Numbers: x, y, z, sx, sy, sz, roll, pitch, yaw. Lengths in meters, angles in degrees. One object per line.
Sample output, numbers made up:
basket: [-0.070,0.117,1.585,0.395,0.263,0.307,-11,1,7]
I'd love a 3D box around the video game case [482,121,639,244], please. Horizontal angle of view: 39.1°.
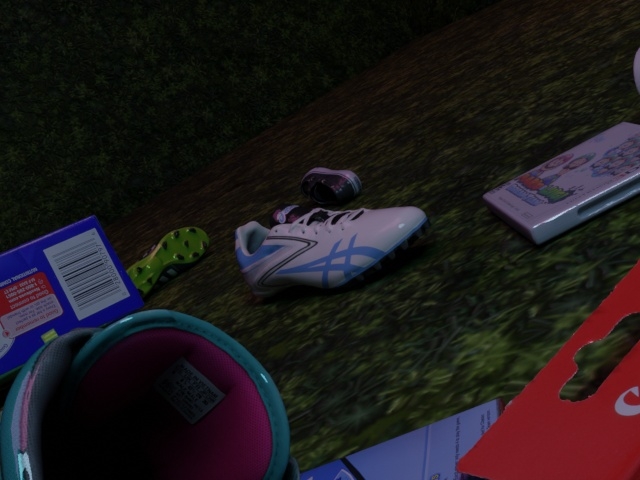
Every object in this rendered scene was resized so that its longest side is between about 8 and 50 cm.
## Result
video game case: [0.214,-0.051,0.732,0.143,0.019,0.157,-28,12,3]

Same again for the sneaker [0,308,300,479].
sneaker: [-0.090,0.101,0.413,0.178,0.124,0.295,-53,12,15]

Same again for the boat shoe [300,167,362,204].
boat shoe: [0.004,-0.071,1.226,0.040,0.049,0.142,-35,15,-23]

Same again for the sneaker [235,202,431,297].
sneaker: [0.000,0.000,0.855,0.237,0.086,0.085,-15,17,45]

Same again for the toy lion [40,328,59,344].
toy lion: [-0.220,0.124,0.815,0.034,0.096,0.100,-33,13,-17]

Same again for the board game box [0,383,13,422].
board game box: [-0.359,0.212,0.890,0.147,0.045,0.193,-26,12,14]

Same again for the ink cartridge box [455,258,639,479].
ink cartridge box: [0.176,0.032,0.332,0.181,0.056,0.225,-37,24,-33]

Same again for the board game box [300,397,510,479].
board game box: [0.007,0.158,0.323,0.145,0.027,0.281,-24,13,17]

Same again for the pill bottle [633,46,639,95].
pill bottle: [0.334,-0.153,0.763,0.067,0.067,0.120,-38,15,-36]

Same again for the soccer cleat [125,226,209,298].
soccer cleat: [-0.235,0.037,1.311,0.179,0.060,0.072,-39,3,-39]

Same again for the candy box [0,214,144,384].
candy box: [-0.377,0.109,0.993,0.268,0.122,0.317,-27,1,-32]
